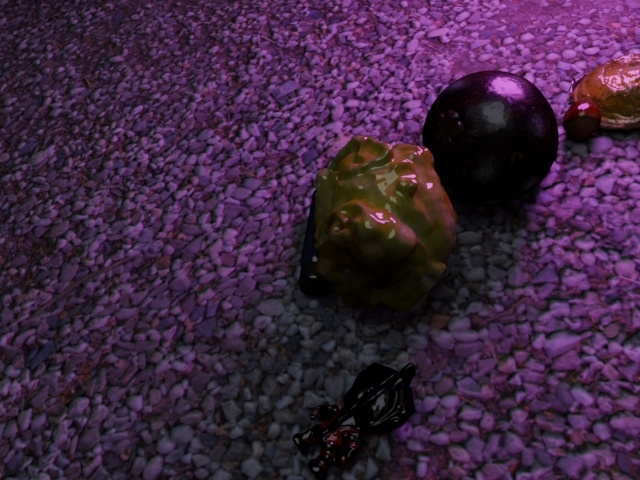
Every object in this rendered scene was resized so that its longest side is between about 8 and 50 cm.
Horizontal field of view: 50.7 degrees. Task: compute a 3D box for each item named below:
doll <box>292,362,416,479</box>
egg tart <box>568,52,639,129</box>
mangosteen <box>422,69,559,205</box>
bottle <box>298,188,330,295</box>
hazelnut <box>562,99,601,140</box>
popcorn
[{"bbox_3d":[0.070,0.299,1.168,0.248,0.088,0.127,-42,74,-6],"label":"doll"},{"bbox_3d":[0.673,-0.341,1.473,0.252,0.098,0.232,-1,50,20],"label":"egg tart"},{"bbox_3d":[0.348,-0.204,1.363,0.287,0.288,0.288,-8,52,10],"label":"mangosteen"},{"bbox_3d":[0.000,0.000,1.418,0.082,0.072,0.245,-31,39,42],"label":"bottle"},{"bbox_3d":[0.556,-0.261,1.443,0.086,0.086,0.086,-8,52,10],"label":"hazelnut"},{"bbox_3d":[0.111,-0.037,1.271,0.311,0.312,0.312,-8,52,10],"label":"popcorn"}]
